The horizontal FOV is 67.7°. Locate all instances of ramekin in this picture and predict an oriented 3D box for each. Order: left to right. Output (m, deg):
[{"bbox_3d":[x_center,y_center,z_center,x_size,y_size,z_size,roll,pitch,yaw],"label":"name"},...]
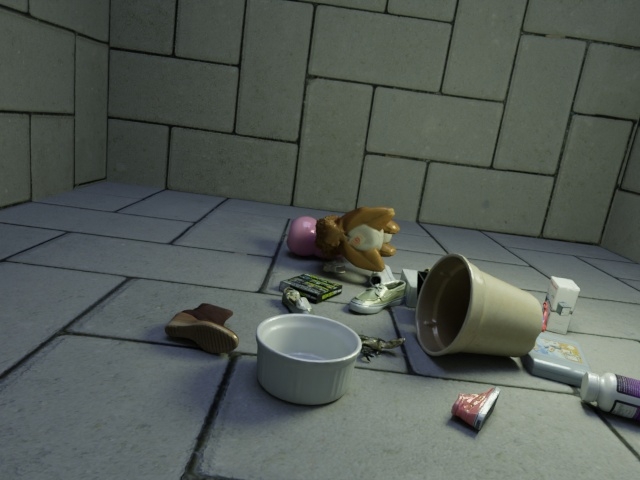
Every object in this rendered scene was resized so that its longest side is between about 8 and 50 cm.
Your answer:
[{"bbox_3d":[-0.038,0.309,1.257,0.277,0.135,0.277,7,14,-2],"label":"ramekin"}]

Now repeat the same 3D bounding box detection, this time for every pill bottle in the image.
[{"bbox_3d":[0.831,0.428,1.312,0.194,0.108,0.108,13,15,18],"label":"pill bottle"}]

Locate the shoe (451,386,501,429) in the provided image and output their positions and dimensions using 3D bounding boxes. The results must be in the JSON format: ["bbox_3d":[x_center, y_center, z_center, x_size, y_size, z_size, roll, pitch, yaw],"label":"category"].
[{"bbox_3d":[0.400,0.412,1.226,0.081,0.063,0.178,22,24,31],"label":"shoe"}]

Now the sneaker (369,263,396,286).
[{"bbox_3d":[0.262,0.162,2.098,0.091,0.094,0.258,9,14,-13],"label":"sneaker"}]

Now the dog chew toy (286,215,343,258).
[{"bbox_3d":[0.000,0.000,2.423,0.332,0.206,0.206,15,13,-5],"label":"dog chew toy"}]

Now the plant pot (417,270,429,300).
[{"bbox_3d":[0.453,0.226,1.786,0.188,0.166,0.187,9,10,1],"label":"plant pot"}]

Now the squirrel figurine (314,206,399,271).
[{"bbox_3d":[0.166,-0.037,2.215,0.397,0.280,0.370,3,10,12],"label":"squirrel figurine"}]

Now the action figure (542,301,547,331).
[{"bbox_3d":[0.846,0.272,1.909,0.092,0.139,0.280,8,16,8],"label":"action figure"}]

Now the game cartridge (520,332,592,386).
[{"bbox_3d":[0.770,0.381,1.590,0.198,0.062,0.297,16,16,16],"label":"game cartridge"}]

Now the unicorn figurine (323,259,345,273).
[{"bbox_3d":[0.059,0.124,2.241,0.111,0.060,0.162,0,0,-10],"label":"unicorn figurine"}]

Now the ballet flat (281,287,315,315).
[{"bbox_3d":[-0.080,0.225,1.710,0.072,0.068,0.213,-1,16,-31],"label":"ballet flat"}]

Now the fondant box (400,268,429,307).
[{"bbox_3d":[0.516,0.216,2.022,0.331,0.096,0.238,8,14,-2],"label":"fondant box"}]

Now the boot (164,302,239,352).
[{"bbox_3d":[-0.316,0.247,1.440,0.249,0.090,0.207,9,15,20],"label":"boot"}]

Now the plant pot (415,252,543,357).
[{"bbox_3d":[0.525,0.242,1.556,0.306,0.333,0.334,17,12,-14],"label":"plant pot"}]

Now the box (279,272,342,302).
[{"bbox_3d":[-0.038,0.190,1.930,0.191,0.045,0.184,15,13,31],"label":"box"}]

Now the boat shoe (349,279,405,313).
[{"bbox_3d":[0.224,0.213,1.870,0.109,0.094,0.302,20,18,41],"label":"boat shoe"}]

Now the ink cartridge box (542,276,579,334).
[{"bbox_3d":[0.947,0.255,1.897,0.082,0.190,0.139,11,14,12],"label":"ink cartridge box"}]

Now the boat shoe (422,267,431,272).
[{"bbox_3d":[0.524,0.169,2.217,0.305,0.091,0.109,3,14,-19],"label":"boat shoe"}]

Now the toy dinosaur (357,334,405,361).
[{"bbox_3d":[0.123,0.317,1.479,0.268,0.064,0.118,9,7,12],"label":"toy dinosaur"}]
